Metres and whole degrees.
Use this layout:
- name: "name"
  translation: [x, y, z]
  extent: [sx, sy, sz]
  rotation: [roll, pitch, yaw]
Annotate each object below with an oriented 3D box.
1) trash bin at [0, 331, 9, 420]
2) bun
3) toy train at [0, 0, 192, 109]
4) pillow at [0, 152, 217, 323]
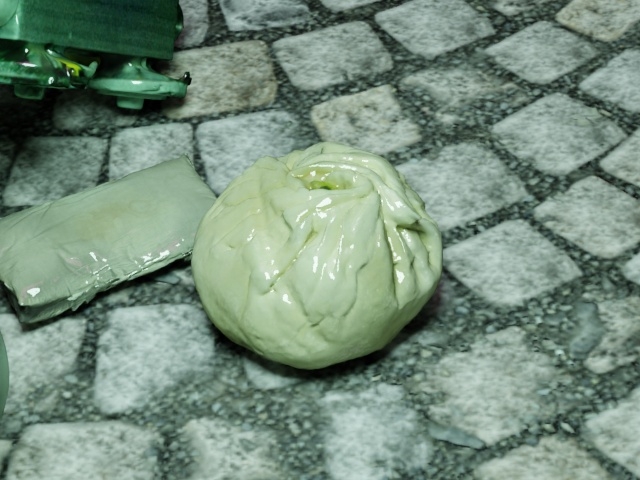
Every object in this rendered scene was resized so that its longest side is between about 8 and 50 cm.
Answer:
- name: "trash bin"
  translation: [-0.422, 0.039, 1.514]
  extent: [0.280, 0.280, 0.432]
  rotation: [-15, 36, -11]
- name: "bun"
  translation: [0.000, 0.000, 1.609]
  extent: [0.229, 0.145, 0.229]
  rotation: [4, 38, -3]
- name: "toy train"
  translation: [-0.301, -0.231, 1.795]
  extent: [0.272, 0.179, 0.442]
  rotation: [7, 4, 18]
- name: "pillow"
  translation: [-0.199, -0.005, 1.714]
  extent: [0.229, 0.050, 0.148]
  rotation: [-19, 47, -21]
